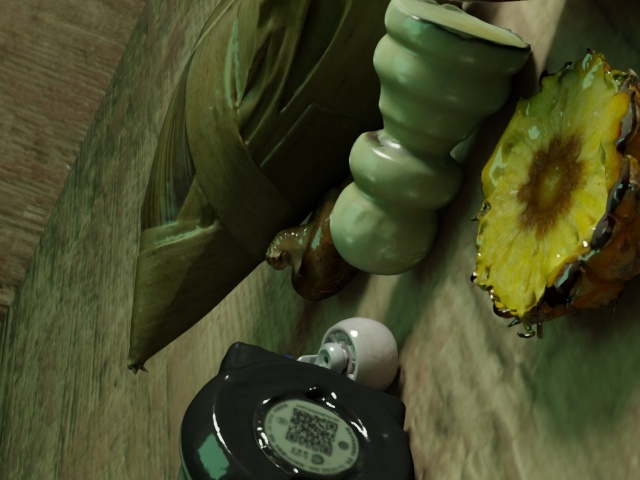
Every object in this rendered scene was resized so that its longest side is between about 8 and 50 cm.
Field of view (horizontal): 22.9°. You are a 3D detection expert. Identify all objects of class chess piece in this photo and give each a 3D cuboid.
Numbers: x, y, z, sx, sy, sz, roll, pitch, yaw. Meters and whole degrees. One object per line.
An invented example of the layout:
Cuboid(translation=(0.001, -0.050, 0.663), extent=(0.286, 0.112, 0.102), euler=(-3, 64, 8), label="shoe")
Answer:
Cuboid(translation=(0.085, -0.082, 1.402), extent=(0.133, 0.133, 0.243), euler=(-115, 42, -67), label="chess piece")

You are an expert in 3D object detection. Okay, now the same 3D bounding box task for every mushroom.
Cuboid(translation=(0.007, 0.006, 1.589), extent=(0.109, 0.085, 0.126), euler=(-41, -4, -19), label="mushroom")

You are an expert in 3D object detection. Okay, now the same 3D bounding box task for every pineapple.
Cuboid(translation=(0.182, -0.029, 1.107), extent=(0.225, 0.076, 0.224), euler=(-53, 26, 42), label="pineapple")

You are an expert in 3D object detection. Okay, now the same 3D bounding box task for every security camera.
Cuboid(translation=(-0.053, 0.253, 1.330), extent=(0.191, 0.197, 0.277), euler=(-78, 10, -54), label="security camera")

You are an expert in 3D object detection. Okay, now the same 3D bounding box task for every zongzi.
Cuboid(translation=(-0.017, -0.111, 1.527), extent=(0.500, 0.218, 0.466), euler=(-34, 35, 64), label="zongzi")

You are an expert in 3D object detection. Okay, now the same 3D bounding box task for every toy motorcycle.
Cuboid(translation=(-0.005, 0.159, 1.454), extent=(0.254, 0.112, 0.112), euler=(-47, 28, 47), label="toy motorcycle")

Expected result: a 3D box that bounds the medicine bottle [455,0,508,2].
Cuboid(translation=(0.157, -0.310, 1.206), extent=(0.252, 0.253, 0.241), euler=(-69, 18, 1), label="medicine bottle")
